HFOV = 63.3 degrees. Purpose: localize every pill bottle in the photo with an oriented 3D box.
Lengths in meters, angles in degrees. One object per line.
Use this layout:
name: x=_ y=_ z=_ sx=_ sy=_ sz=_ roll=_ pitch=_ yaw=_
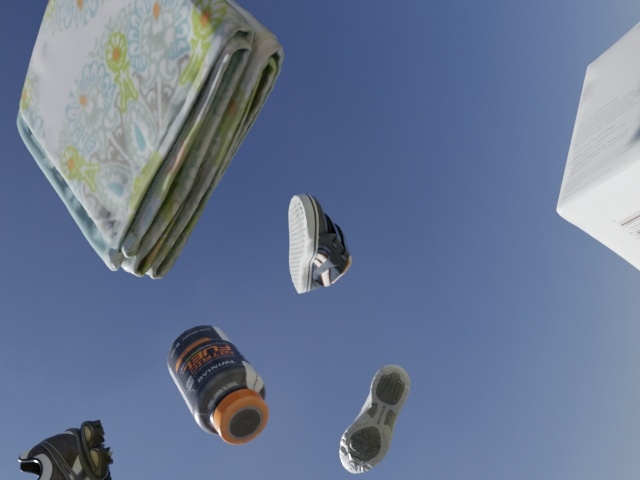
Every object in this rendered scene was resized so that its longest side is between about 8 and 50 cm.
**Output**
pill bottle: x=-0.181 y=0.258 z=0.933 sx=0.130 sy=0.245 sz=0.131 roll=-11 pitch=-69 yaw=-29

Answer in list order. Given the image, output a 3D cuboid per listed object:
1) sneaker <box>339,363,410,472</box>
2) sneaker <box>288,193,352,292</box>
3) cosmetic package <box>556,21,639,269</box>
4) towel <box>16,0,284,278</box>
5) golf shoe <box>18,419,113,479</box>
sneaker: x=0.119 y=0.357 z=1.047 sx=0.232 sy=0.090 sz=0.115 roll=-61 pitch=-16 yaw=1
sneaker: x=0.000 y=0.000 z=1.150 sx=0.321 sy=0.127 sz=0.126 roll=97 pitch=156 yaw=-58
cosmetic package: x=0.512 y=-0.150 z=0.773 sx=0.217 sy=0.156 sz=0.385 roll=35 pitch=-126 yaw=-5
towel: x=-0.231 y=-0.183 z=0.620 sx=0.090 sy=0.374 sz=0.321 roll=-1 pitch=-49 yaw=-54
golf shoe: x=-0.242 y=0.275 z=0.511 sx=0.093 sy=0.198 sz=0.077 roll=-7 pitch=-56 yaw=-35
